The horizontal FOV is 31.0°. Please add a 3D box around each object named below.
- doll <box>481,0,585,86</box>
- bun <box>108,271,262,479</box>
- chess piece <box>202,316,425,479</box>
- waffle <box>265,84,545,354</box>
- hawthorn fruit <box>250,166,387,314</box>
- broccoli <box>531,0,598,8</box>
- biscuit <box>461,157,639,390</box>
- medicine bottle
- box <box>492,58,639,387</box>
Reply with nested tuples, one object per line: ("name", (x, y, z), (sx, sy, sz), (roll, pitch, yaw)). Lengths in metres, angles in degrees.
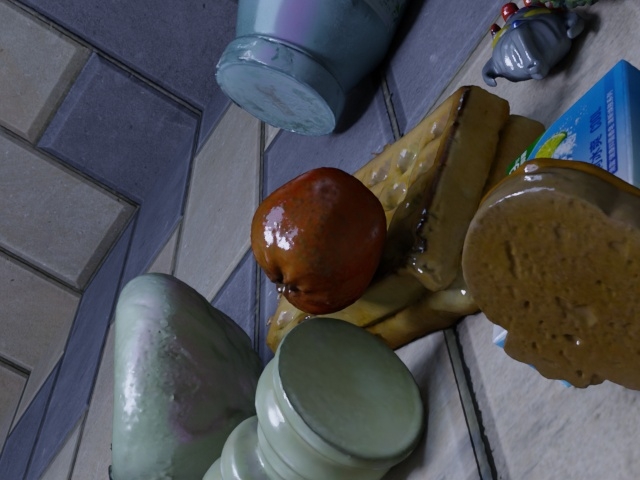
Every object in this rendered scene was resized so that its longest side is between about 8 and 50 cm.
("doll", (0.209, -0.203, 1.146), (0.104, 0.062, 0.195), (-9, 27, 11))
("bun", (-0.150, 0.179, 1.340), (0.293, 0.187, 0.293), (-178, 90, -78))
("chess piece", (-0.030, 0.201, 1.035), (0.251, 0.144, 0.144), (-54, 16, 38))
("waffle", (0.072, 0.002, 1.138), (0.327, 0.098, 0.224), (-36, 27, 58))
("hawthorn fruit", (0.000, 0.000, 0.989), (0.128, 0.128, 0.128), (-52, 17, 24))
("broccoli", (0.215, -0.345, 1.045), (0.247, 0.243, 0.263), (-67, 14, -19))
("biscuit", (0.168, 0.024, 0.694), (0.170, 0.170, 0.050), (-39, 10, 51))
("medicine bottle", (-0.009, -0.324, 1.708), (0.245, 0.245, 0.290), (-22, 42, 65))
("box", (0.196, -0.015, 0.819), (0.139, 0.073, 0.194), (-46, 21, 39))
